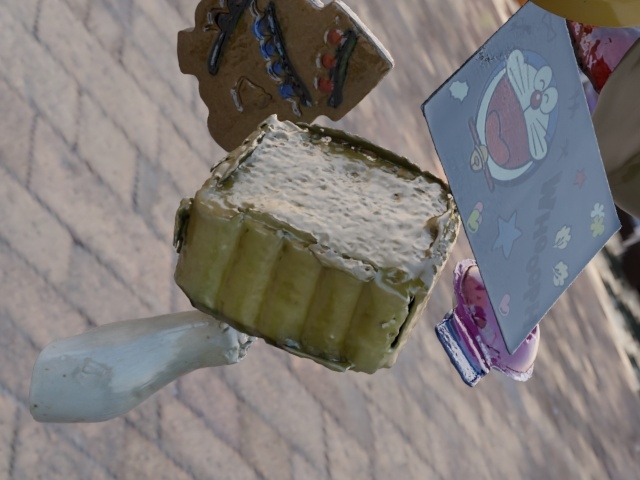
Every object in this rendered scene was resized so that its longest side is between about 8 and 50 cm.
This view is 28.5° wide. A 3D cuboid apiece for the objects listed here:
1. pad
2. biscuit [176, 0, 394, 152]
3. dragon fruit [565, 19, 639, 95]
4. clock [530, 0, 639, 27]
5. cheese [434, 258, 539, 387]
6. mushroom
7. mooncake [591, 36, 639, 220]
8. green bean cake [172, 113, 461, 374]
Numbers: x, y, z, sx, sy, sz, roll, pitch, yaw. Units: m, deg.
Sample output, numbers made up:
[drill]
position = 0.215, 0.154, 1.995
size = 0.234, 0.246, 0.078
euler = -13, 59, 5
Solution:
[pad]
position = 0.162, -0.053, 0.964
size = 0.170, 0.006, 0.245
euler = -45, 129, -28
[biscuit]
position = -0.050, -0.248, 1.674
size = 0.043, 0.301, 0.278
euler = -50, 139, -62
[dragon fruit]
position = 0.444, -0.347, 1.863
size = 0.343, 0.100, 0.282
euler = -27, 87, -55
[clock]
position = 0.235, -0.290, 0.813
size = 0.244, 0.317, 0.200
euler = 64, 13, 26
[cheese]
position = 0.182, 0.097, 1.393
size = 0.155, 0.062, 0.244
euler = 58, 28, 2
[mushroom]
position = -0.167, 0.116, 1.206
size = 0.116, 0.225, 0.093
euler = 89, -10, -68
[mooncake]
position = 0.496, -0.170, 1.486
size = 0.201, 0.378, 0.378
euler = 36, 25, -12
[green bean cake]
position = 0.000, 0.000, 1.145
size = 0.229, 0.131, 0.224
euler = 23, 34, 8
